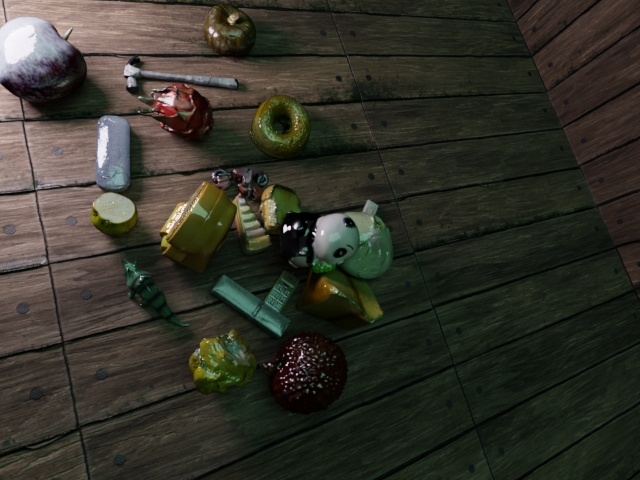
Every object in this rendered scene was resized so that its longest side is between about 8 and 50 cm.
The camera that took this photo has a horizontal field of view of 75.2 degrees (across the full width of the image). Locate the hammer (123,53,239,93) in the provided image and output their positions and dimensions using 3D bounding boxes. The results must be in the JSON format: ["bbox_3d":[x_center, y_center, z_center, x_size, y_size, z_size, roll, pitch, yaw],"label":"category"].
[{"bbox_3d":[-0.530,-0.623,1.616,0.427,0.044,0.152,-1,73,-24],"label":"hammer"}]

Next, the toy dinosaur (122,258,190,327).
[{"bbox_3d":[-0.546,0.180,1.336,0.079,0.120,0.292,-46,118,-38],"label":"toy dinosaur"}]

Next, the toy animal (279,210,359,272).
[{"bbox_3d":[0.000,0.009,1.421,0.267,0.212,0.212,5,68,15],"label":"toy animal"}]

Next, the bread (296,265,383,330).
[{"bbox_3d":[0.098,0.167,1.445,0.233,0.362,0.245,26,67,-12],"label":"bread"}]

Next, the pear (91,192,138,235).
[{"bbox_3d":[-0.672,-0.077,1.347,0.141,0.104,0.141,22,43,-23],"label":"pear"}]

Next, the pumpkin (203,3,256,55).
[{"bbox_3d":[-0.366,-0.859,1.693,0.219,0.162,0.219,9,66,-22],"label":"pumpkin"}]

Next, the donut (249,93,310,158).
[{"bbox_3d":[-0.154,-0.469,1.687,0.272,0.107,0.272,6,74,-20],"label":"donut"}]

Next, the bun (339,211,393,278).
[{"bbox_3d":[0.172,-0.005,1.591,0.293,0.187,0.293,16,48,-19],"label":"bun"}]

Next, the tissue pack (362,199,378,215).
[{"bbox_3d":[0.205,-0.117,1.768,0.056,0.023,0.108,31,64,-11],"label":"tissue pack"}]

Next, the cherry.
[{"bbox_3d":[-0.907,-0.587,1.346,0.255,0.218,0.296,43,68,-12],"label":"cherry"}]

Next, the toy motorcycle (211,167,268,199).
[{"bbox_3d":[-0.299,-0.212,1.556,0.212,0.084,0.118,2,74,-14],"label":"toy motorcycle"}]

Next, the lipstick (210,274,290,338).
[{"bbox_3d":[-0.245,0.230,1.438,0.290,0.077,0.076,36,64,-8],"label":"lipstick"}]

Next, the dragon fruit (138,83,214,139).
[{"bbox_3d":[-0.503,-0.462,1.481,0.274,0.193,0.192,25,20,-37],"label":"dragon fruit"}]

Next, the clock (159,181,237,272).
[{"bbox_3d":[-0.384,-0.049,1.340,0.200,0.317,0.244,30,64,-19],"label":"clock"}]

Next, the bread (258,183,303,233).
[{"bbox_3d":[-0.164,-0.106,1.554,0.251,0.133,0.174,6,71,-68],"label":"bread"}]

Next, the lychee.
[{"bbox_3d":[-0.050,0.429,1.355,0.300,0.264,0.264,14,69,-23],"label":"lychee"}]

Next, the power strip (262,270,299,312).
[{"bbox_3d":[-0.140,0.183,1.525,0.076,0.028,0.169,36,64,-8],"label":"power strip"}]

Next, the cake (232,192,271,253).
[{"bbox_3d":[-0.275,-0.054,1.499,0.090,0.109,0.225,-28,86,-27],"label":"cake"}]

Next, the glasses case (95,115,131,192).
[{"bbox_3d":[-0.707,-0.299,1.422,0.109,0.067,0.282,-2,76,-20],"label":"glasses case"}]

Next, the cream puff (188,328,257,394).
[{"bbox_3d":[-0.310,0.396,1.302,0.195,0.221,0.194,-2,84,22],"label":"cream puff"}]
